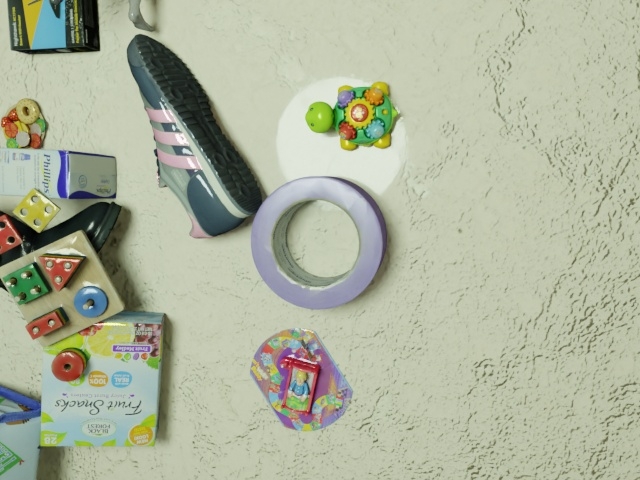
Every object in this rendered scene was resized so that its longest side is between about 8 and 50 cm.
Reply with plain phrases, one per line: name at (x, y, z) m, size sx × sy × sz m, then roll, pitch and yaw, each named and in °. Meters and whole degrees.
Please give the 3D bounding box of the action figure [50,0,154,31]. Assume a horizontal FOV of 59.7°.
action figure at (-0.242, -0.461, 0.748) m, size 0.341 × 0.178 × 0.330 m, roll 25°, pitch 111°, yaw 1°

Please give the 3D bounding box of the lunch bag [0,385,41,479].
lunch bag at (-0.667, 0.388, 0.902) m, size 0.385 × 0.239 × 0.328 m, roll 10°, pitch 90°, yaw 31°

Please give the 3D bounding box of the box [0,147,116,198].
box at (-0.410, -0.102, 0.863) m, size 0.137 × 0.126 × 0.072 m, roll 5°, pitch 96°, yaw 11°

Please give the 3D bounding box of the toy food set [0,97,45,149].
toy food set at (-0.492, -0.187, 0.923) m, size 0.083 × 0.020 × 0.082 m, roll -20°, pitch 92°, yaw 13°

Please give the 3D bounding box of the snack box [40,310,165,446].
snack box at (-0.343, 0.218, 0.888) m, size 0.174 × 0.070 × 0.207 m, roll 3°, pitch 99°, yaw -10°

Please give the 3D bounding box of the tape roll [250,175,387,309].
tape roll at (0.000, 0.000, 0.812) m, size 0.189 × 0.080 × 0.189 m, roll 1°, pitch 96°, yaw 11°

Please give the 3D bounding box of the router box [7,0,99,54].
router box at (-0.420, -0.387, 0.872) m, size 0.133 × 0.046 × 0.179 m, roll 1°, pitch 97°, yaw 12°

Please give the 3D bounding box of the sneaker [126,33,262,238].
sneaker at (-0.218, -0.147, 0.829) m, size 0.131 × 0.112 × 0.319 m, roll -33°, pitch 82°, yaw 28°

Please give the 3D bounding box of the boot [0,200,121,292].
boot at (-0.458, -0.009, 0.863) m, size 0.207 × 0.094 × 0.246 m, roll 35°, pitch 110°, yaw -22°

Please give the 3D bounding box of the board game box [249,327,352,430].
board game box at (-0.036, 0.224, 0.870) m, size 0.133 × 0.033 × 0.168 m, roll -32°, pitch 89°, yaw 13°

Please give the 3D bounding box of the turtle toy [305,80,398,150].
turtle toy at (0.044, -0.176, 0.789) m, size 0.130 × 0.066 × 0.095 m, roll -2°, pitch 96°, yaw 12°

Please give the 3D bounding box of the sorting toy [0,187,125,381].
sorting toy at (-0.379, 0.065, 0.798) m, size 0.132 × 0.046 × 0.274 m, roll -25°, pitch 101°, yaw -3°
